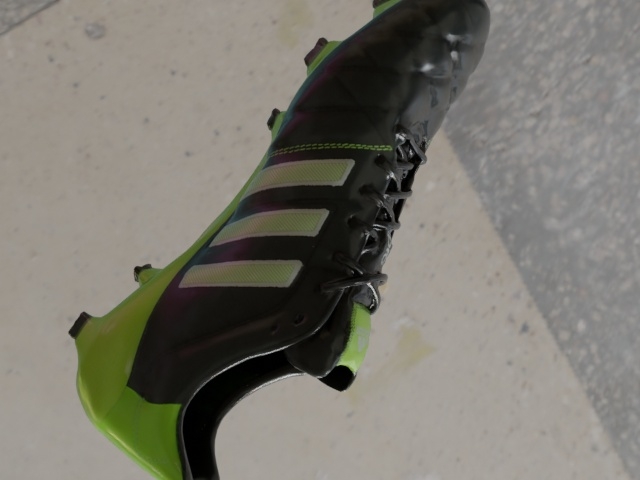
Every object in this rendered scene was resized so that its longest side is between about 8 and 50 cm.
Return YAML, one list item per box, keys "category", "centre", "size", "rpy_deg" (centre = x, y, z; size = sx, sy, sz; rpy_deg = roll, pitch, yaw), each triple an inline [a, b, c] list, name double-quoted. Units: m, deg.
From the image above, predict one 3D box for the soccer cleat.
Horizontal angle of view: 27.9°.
- category: "soccer cleat"
  centre: [0.000, 0.000, 0.394]
  size: [0.072, 0.060, 0.179]
  rpy_deg: [42, 92, 26]
